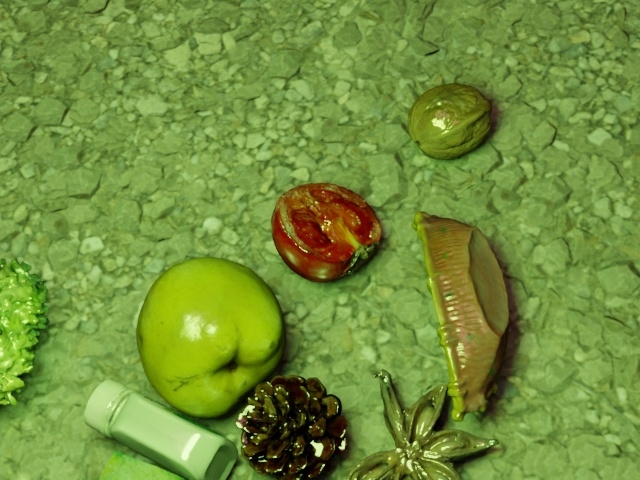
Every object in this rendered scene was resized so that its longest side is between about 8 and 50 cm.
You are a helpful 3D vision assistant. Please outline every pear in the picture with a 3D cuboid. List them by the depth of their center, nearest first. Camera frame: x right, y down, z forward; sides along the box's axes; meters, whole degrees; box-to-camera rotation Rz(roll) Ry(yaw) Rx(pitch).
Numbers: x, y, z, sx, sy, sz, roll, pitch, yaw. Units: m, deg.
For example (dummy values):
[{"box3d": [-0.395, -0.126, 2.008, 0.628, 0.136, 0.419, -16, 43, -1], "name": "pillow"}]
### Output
[{"box3d": [-0.138, 0.113, 1.675, 0.200, 0.200, 0.200, -3, 60, 5], "name": "pear"}]

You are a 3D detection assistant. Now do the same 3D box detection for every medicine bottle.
[{"box3d": [-0.196, 0.236, 1.647, 0.183, 0.119, 0.069, 23, 76, 20], "name": "medicine bottle"}]

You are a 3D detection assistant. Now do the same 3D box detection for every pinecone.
[{"box3d": [-0.037, 0.225, 1.632, 0.140, 0.121, 0.140, -10, 66, 23], "name": "pinecone"}]

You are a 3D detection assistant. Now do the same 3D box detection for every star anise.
[{"box3d": [0.119, 0.267, 1.630, 0.171, 0.063, 0.208, 16, 59, 10], "name": "star anise"}]

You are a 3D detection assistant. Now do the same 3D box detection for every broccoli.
[{"box3d": [-0.488, 0.099, 1.627, 0.353, 0.397, 0.275, -20, 83, -36], "name": "broccoli"}]

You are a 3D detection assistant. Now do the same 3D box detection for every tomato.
[{"box3d": [0.000, 0.000, 1.781, 0.139, 0.091, 0.159, 41, 45, 16], "name": "tomato"}]

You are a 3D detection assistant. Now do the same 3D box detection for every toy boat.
[{"box3d": [0.179, 0.075, 1.700, 0.099, 0.141, 0.318, -39, 42, 32], "name": "toy boat"}]

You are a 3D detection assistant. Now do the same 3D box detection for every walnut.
[{"box3d": [0.179, -0.164, 1.847, 0.124, 0.105, 0.105, -27, 61, -10], "name": "walnut"}]

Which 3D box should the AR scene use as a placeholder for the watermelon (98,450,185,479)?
[{"box3d": [-0.228, 0.413, 1.548, 0.180, 0.224, 0.305, -15, 48, 52], "name": "watermelon"}]
